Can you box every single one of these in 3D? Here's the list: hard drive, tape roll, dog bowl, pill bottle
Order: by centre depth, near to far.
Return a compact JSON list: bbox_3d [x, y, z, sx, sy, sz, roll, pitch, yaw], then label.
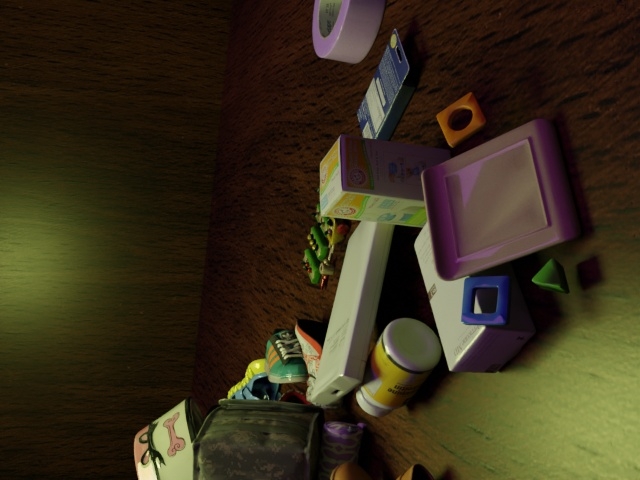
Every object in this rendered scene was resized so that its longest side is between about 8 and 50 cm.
[{"bbox_3d":[0.126,0.223,1.201,0.184,0.103,0.103,114,154,-43],"label":"pill bottle"},{"bbox_3d":[0.065,0.117,1.329,0.233,0.047,0.353,121,165,-63],"label":"hard drive"},{"bbox_3d":[-0.305,0.583,1.633,0.408,0.150,0.408,160,90,-81],"label":"dog bowl"},{"bbox_3d":[0.065,-0.560,1.643,0.275,0.090,0.275,-175,90,-72],"label":"tape roll"}]

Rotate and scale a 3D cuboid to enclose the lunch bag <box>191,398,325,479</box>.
[{"bbox_3d":[-0.117,0.421,1.456,0.287,0.235,0.169,-61,-26,-78],"label":"lunch bag"}]

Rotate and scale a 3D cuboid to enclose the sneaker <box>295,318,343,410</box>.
[{"bbox_3d":[-0.009,0.284,1.604,0.270,0.090,0.145,-144,64,-66],"label":"sneaker"}]

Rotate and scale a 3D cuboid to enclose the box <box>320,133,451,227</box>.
[{"bbox_3d":[0.109,-0.097,1.190,0.114,0.203,0.103,135,138,-62],"label":"box"}]

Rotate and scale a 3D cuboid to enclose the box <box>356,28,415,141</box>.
[{"bbox_3d":[0.137,-0.299,1.430,0.225,0.036,0.137,115,154,-47],"label":"box"}]

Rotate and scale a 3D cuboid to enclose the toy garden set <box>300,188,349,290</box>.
[{"bbox_3d":[0.000,0.000,1.726,0.204,0.049,0.245,-115,36,-57],"label":"toy garden set"}]

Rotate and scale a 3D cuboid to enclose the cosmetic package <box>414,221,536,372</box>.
[{"bbox_3d":[0.216,0.063,1.017,0.117,0.085,0.231,115,155,-45],"label":"cosmetic package"}]

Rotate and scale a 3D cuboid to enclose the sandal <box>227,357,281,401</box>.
[{"bbox_3d":[-0.191,0.471,2.050,0.317,0.126,0.138,116,149,-49],"label":"sandal"}]

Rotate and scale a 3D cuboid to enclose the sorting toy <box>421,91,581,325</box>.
[{"bbox_3d":[0.239,-0.051,0.946,0.195,0.047,0.348,-21,59,31],"label":"sorting toy"}]

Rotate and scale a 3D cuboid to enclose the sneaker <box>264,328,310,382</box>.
[{"bbox_3d":[-0.088,0.294,1.807,0.302,0.108,0.121,-179,91,-73],"label":"sneaker"}]

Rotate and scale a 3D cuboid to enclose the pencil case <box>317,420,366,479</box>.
[{"bbox_3d":[0.039,0.463,1.410,0.086,0.088,0.206,8,91,61],"label":"pencil case"}]

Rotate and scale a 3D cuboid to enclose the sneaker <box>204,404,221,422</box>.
[{"bbox_3d":[-0.217,0.463,1.727,0.293,0.146,0.102,129,162,-82],"label":"sneaker"}]

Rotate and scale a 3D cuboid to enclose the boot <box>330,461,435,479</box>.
[{"bbox_3d":[0.111,0.440,1.168,0.284,0.108,0.220,-112,31,-50],"label":"boot"}]

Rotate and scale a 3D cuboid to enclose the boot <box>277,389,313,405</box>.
[{"bbox_3d":[-0.088,0.576,1.686,0.378,0.138,0.284,-92,18,-47],"label":"boot"}]
